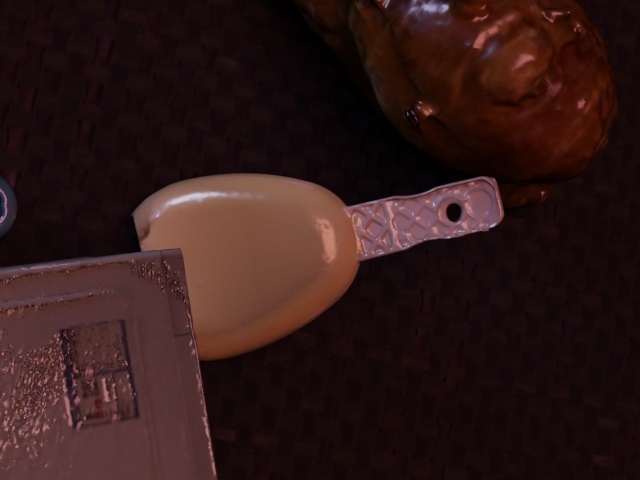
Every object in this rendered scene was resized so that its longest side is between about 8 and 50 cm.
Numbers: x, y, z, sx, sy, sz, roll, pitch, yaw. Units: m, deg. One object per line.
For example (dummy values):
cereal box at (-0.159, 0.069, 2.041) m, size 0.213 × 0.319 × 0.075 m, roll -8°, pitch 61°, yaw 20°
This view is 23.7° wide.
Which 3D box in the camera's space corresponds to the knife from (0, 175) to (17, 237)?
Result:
knife at (-0.321, -0.009, 0.997) m, size 0.244 × 0.032 × 0.058 m, roll -8°, pitch 95°, yaw -18°

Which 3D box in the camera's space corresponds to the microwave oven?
microwave oven at (-0.189, 0.168, 0.935) m, size 0.238 × 0.181 × 0.295 m, roll -7°, pitch 87°, yaw -32°

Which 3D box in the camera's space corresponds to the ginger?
ginger at (0.062, -0.201, 1.059) m, size 0.176 × 0.254 × 0.418 m, roll -32°, pitch 93°, yaw -6°

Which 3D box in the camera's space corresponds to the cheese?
cheese at (0.000, 0.000, 1.039) m, size 0.252 × 0.054 × 0.127 m, roll -14°, pitch 89°, yaw 13°
